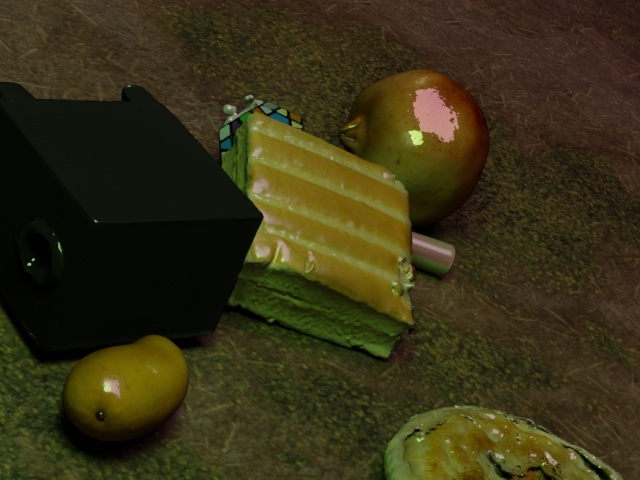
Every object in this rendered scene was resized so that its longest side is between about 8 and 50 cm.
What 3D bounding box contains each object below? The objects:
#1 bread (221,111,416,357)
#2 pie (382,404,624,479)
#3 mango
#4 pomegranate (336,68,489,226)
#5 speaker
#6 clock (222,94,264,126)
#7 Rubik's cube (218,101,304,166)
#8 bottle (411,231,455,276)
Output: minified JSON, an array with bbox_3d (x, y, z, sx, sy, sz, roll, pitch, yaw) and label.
[{"bbox_3d":[0.000,0.000,1.958,0.246,0.111,0.239,20,45,-23],"label":"bread"},{"bbox_3d":[0.213,0.292,1.757,0.339,0.077,0.339,21,32,-13],"label":"pie"},{"bbox_3d":[-0.189,0.147,1.642,0.102,0.085,0.184,31,20,13],"label":"mango"},{"bbox_3d":[0.130,-0.124,2.196,0.209,0.209,0.209,21,31,-13],"label":"pomegranate"},{"bbox_3d":[-0.240,-0.027,1.763,0.232,0.184,0.254,-3,39,-43],"label":"speaker"},{"bbox_3d":[-0.089,-0.154,2.221,0.087,0.041,0.129,45,28,19],"label":"clock"},{"bbox_3d":[-0.072,-0.111,2.098,0.133,0.112,0.133,18,31,-12],"label":"Rubik's cube"},{"bbox_3d":[0.125,0.013,2.142,0.096,0.045,0.045,19,31,-12],"label":"bottle"}]
